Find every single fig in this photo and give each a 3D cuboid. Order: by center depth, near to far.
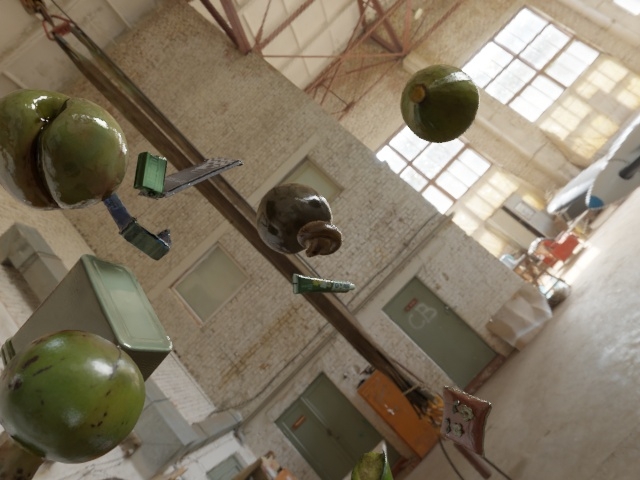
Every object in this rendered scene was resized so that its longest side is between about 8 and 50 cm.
[{"bbox_3d":[0.358,-0.421,1.274,0.271,0.239,0.240,-18,-32,-54],"label":"fig"}]

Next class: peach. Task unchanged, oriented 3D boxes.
[{"bbox_3d":[-0.594,-0.199,0.949,0.291,0.248,0.292,-7,-29,-4],"label":"peach"}]

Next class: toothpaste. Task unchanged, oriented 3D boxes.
[{"bbox_3d":[0.013,0.113,1.035,0.204,0.049,0.031,8,-15,-40],"label":"toothpaste"}]

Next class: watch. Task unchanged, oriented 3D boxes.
[{"bbox_3d":[-0.568,-0.071,1.251,0.068,0.274,0.276,-44,-61,0],"label":"watch"}]

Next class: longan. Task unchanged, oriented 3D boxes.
[{"bbox_3d":[-0.084,-0.067,1.343,0.248,0.248,0.248,-41,-17,-16],"label":"longan"}]

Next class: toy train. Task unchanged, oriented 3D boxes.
[{"bbox_3d":[-0.354,-0.138,0.861,0.038,0.093,0.056,-6,-17,30],"label":"toy train"}]

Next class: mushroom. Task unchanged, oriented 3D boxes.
[{"bbox_3d":[-0.002,-0.005,1.129,0.109,0.085,0.126,-47,-54,9],"label":"mushroom"}]

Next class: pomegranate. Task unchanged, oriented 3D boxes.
[{"bbox_3d":[-0.331,0.228,0.546,0.179,0.179,0.211,44,-120,-74],"label":"pomegranate"}]

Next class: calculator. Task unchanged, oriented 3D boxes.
[{"bbox_3d":[-0.363,-0.180,1.164,0.274,0.165,0.028,-33,-58,-33],"label":"calculator"}]

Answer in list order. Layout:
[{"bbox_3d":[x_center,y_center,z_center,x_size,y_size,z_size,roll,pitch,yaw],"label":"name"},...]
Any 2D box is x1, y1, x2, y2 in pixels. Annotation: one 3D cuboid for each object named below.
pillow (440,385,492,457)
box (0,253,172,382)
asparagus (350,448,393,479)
[{"bbox_3d":[0.469,0.593,1.364,0.075,0.171,0.179,2,-86,-40],"label":"pillow"},{"bbox_3d":[-0.586,0.272,1.036,0.344,0.352,0.177,-48,-32,6],"label":"box"},{"bbox_3d":[0.092,0.395,0.475,0.067,0.278,0.060,-19,-14,0],"label":"asparagus"}]
